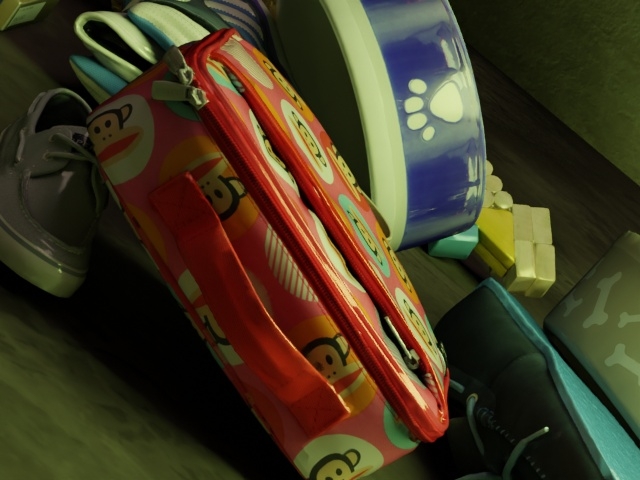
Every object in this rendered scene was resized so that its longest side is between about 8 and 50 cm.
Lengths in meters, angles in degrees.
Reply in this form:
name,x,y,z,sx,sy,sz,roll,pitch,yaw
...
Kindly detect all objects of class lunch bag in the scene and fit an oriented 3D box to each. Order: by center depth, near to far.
name,x,y,z,sx,sy,sz,roll,pitch,yaw
lunch bag,-0.032,0.014,1.212,0.293,0.120,0.258,57,10,-6

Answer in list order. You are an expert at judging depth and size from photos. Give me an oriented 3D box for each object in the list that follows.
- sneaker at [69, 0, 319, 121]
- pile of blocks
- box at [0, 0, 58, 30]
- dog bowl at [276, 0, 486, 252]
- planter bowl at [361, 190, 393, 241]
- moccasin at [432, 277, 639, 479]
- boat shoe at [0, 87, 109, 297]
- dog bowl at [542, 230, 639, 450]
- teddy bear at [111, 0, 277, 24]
name,x,y,z,sx,sy,sz,roll,pitch,yaw
sneaker,-0.137,-0.181,1.663,0.236,0.130,0.323,30,21,-51
pile of blocks,0.095,-0.062,1.999,0.362,0.149,0.112,51,-27,13
box,-0.334,-0.266,1.649,0.225,0.036,0.136,37,14,-1
dog bowl,0.050,-0.121,1.692,0.104,0.265,0.265,-14,34,-13
planter bowl,-0.042,-0.016,1.424,0.162,0.109,0.162,39,13,-10
moccasin,0.156,0.149,1.409,0.138,0.117,0.342,47,6,-20
boat shoe,-0.173,-0.042,1.235,0.079,0.081,0.227,33,15,-21
dog bowl,0.302,0.163,1.531,0.349,0.102,0.349,56,-1,2
teddy bear,-0.099,-0.288,1.900,0.338,0.245,0.113,34,2,-9
